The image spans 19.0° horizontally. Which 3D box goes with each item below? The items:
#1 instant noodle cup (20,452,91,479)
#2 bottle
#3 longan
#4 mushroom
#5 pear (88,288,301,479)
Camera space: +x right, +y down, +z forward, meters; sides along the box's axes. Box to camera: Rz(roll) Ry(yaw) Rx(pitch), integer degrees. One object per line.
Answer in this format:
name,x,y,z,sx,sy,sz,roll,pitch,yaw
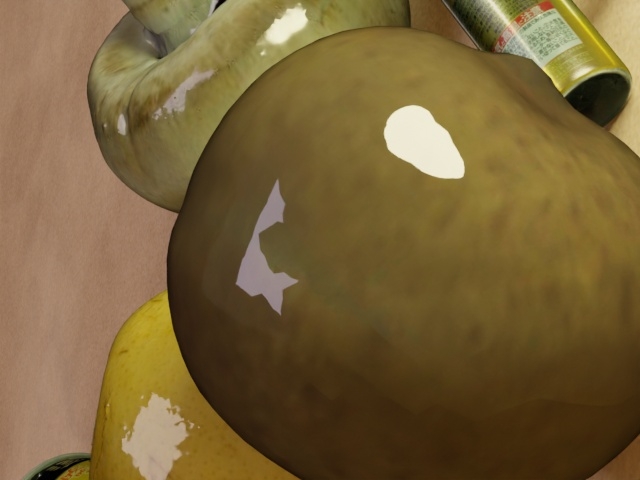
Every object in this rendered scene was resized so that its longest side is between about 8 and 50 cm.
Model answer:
instant noodle cup,-0.231,0.337,2.183,0.236,0.215,0.215,-21,63,57
bottle,0.138,-0.202,1.514,0.286,0.082,0.082,57,137,32
longan,0.078,0.024,1.319,0.361,0.361,0.361,-171,90,-68
mushroom,-0.073,-0.180,1.824,0.352,0.260,0.352,-30,22,13
pear,-0.031,0.183,1.586,0.348,0.348,0.348,-171,90,-68
